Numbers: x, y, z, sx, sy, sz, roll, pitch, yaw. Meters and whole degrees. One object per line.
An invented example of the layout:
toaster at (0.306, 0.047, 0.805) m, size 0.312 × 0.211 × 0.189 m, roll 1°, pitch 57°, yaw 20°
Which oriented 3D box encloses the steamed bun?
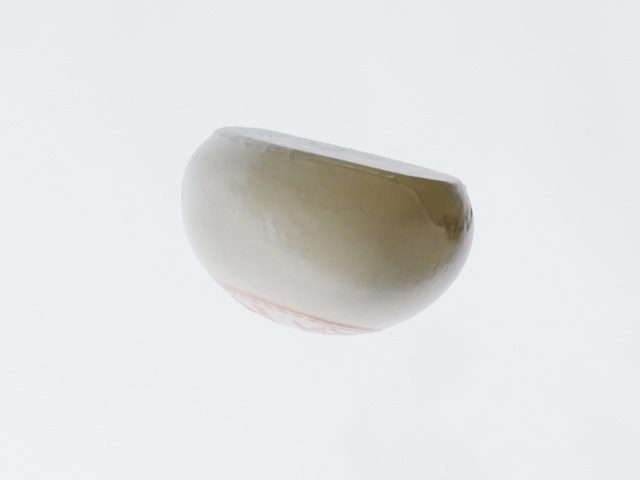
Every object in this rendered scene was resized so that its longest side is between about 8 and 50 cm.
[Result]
steamed bun at (0.000, 0.000, 0.983) m, size 0.232 × 0.232 × 0.145 m, roll 6°, pitch -79°, yaw -41°
